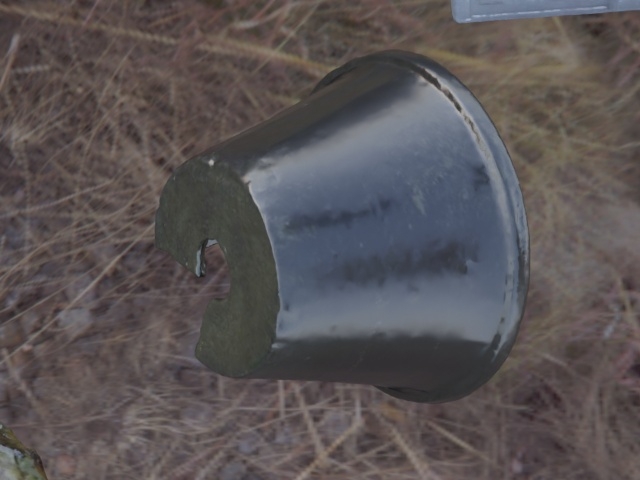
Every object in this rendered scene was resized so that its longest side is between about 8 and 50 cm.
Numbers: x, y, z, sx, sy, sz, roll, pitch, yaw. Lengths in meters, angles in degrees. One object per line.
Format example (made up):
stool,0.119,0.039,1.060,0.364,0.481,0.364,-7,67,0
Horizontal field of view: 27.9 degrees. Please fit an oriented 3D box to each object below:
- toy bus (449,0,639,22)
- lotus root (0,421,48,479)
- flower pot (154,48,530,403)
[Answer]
toy bus,0.180,-0.195,0.888,0.190,0.064,0.075,-2,46,8
lotus root,-0.400,0.305,1.219,0.142,0.210,0.314,10,108,-55
flower pot,0.000,0.000,1.288,0.251,0.379,0.380,-9,86,-36
